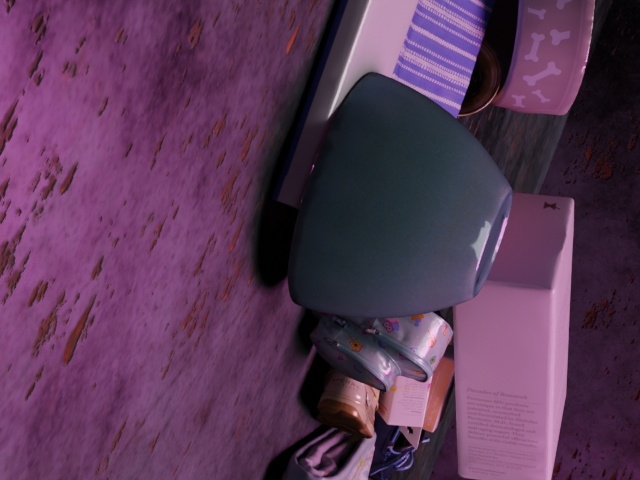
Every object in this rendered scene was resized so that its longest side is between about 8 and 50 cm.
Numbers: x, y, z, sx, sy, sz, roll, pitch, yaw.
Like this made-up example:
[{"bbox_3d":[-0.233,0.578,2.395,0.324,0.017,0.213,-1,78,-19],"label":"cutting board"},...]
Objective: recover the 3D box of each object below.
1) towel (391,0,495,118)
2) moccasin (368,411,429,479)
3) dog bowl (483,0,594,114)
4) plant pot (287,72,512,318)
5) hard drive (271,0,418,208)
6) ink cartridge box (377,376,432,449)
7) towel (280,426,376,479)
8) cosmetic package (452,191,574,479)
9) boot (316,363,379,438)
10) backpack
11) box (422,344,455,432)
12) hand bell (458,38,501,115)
[{"bbox_3d":[0.155,-0.245,1.706,0.243,0.040,0.336,11,98,-58],"label":"towel"},{"bbox_3d":[0.145,0.373,2.435,0.342,0.116,0.138,90,23,-52],"label":"moccasin"},{"bbox_3d":[0.309,-0.355,1.890,0.349,0.102,0.349,-179,-90,-84],"label":"dog bowl"},{"bbox_3d":[0.110,-0.029,1.471,0.290,0.195,0.290,19,90,-76],"label":"plant pot"},{"bbox_3d":[0.037,-0.183,1.475,0.210,0.040,0.319,18,91,-76],"label":"hard drive"},{"bbox_3d":[0.128,0.227,1.991,0.104,0.061,0.181,-138,-123,-73],"label":"ink cartridge box"},{"bbox_3d":[-0.022,0.463,1.973,0.374,0.090,0.321,-7,117,-74],"label":"towel"},{"bbox_3d":[0.315,0.167,2.055,0.230,0.161,0.453,-66,157,-48],"label":"cosmetic package"},{"bbox_3d":[0.061,0.192,1.952,0.262,0.095,0.203,73,33,-72],"label":"boot"},{"bbox_3d":[0.082,0.128,1.745,0.166,0.188,0.144,72,40,-68],"label":"backpack"},{"bbox_3d":[0.136,0.222,2.098,0.091,0.170,0.130,-27,134,-73],"label":"box"},{"bbox_3d":[0.201,-0.237,1.953,0.242,0.126,0.126,88,22,-87],"label":"hand bell"}]
